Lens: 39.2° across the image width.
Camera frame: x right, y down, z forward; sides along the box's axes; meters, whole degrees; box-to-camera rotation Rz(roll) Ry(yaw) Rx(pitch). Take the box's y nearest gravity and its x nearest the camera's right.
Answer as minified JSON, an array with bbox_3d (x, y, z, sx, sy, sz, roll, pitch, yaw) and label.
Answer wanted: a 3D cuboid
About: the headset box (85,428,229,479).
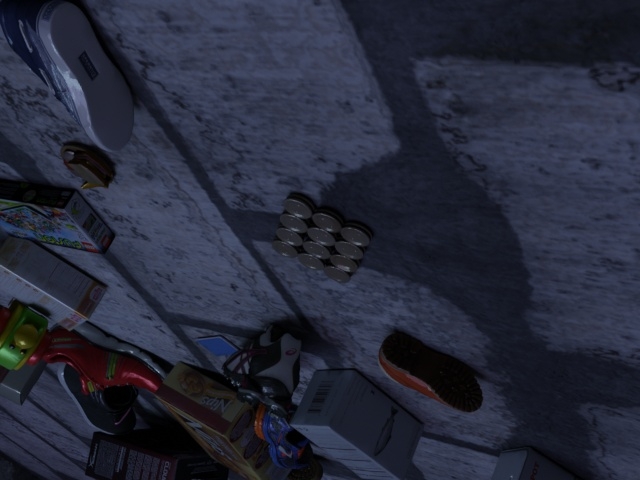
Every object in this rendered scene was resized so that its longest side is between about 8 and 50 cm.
[{"bbox_3d":[-0.371,0.536,2.133,0.293,0.110,0.218,9,176,31],"label":"headset box"}]

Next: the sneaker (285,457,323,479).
[{"bbox_3d":[-0.051,0.496,1.940,0.192,0.064,0.086,-2,149,43],"label":"sneaker"}]

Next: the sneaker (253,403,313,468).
[{"bbox_3d":[-0.055,0.383,1.724,0.087,0.083,0.221,5,149,25],"label":"sneaker"}]

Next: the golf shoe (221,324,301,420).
[{"bbox_3d":[-0.078,0.194,1.402,0.105,0.120,0.273,26,176,-14],"label":"golf shoe"}]

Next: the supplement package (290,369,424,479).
[{"bbox_3d":[0.061,0.299,1.446,0.179,0.105,0.105,41,149,-27],"label":"supplement package"}]

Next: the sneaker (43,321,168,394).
[{"bbox_3d":[-0.421,0.260,1.777,0.279,0.118,0.107,26,153,0],"label":"sneaker"}]

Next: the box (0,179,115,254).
[{"bbox_3d":[-0.419,-0.038,1.348,0.206,0.036,0.114,9,148,30],"label":"box"}]

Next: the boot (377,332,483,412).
[{"bbox_3d":[0.149,0.188,1.240,0.158,0.059,0.085,33,156,5],"label":"boot"}]

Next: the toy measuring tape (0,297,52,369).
[{"bbox_3d":[-0.574,0.173,1.676,0.121,0.121,0.330,38,167,-21],"label":"toy measuring tape"}]

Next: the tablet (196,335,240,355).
[{"bbox_3d":[-0.176,0.183,1.556,0.054,0.006,0.083,41,148,-26],"label":"tablet"}]

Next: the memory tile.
[{"bbox_3d":[0.000,0.000,1.083,0.113,0.012,0.148,25,152,1],"label":"memory tile"}]

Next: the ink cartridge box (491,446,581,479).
[{"bbox_3d":[0.350,0.427,1.384,0.190,0.140,0.082,33,154,-12],"label":"ink cartridge box"}]

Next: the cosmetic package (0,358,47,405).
[{"bbox_3d":[-0.739,0.215,1.937,0.296,0.153,0.129,27,154,-5],"label":"cosmetic package"}]

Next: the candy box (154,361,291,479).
[{"bbox_3d":[-0.185,0.380,1.791,0.182,0.088,0.316,22,153,30],"label":"candy box"}]

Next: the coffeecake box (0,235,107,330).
[{"bbox_3d":[-0.482,0.074,1.561,0.185,0.068,0.142,35,153,-17],"label":"coffeecake box"}]

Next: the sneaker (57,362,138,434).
[{"bbox_3d":[-0.461,0.369,2.011,0.146,0.105,0.296,14,146,32],"label":"sneaker"}]

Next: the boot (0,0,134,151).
[{"bbox_3d":[-0.267,-0.179,0.956,0.086,0.069,0.190,19,145,29],"label":"boot"}]

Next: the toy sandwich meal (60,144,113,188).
[{"bbox_3d":[-0.305,-0.092,1.165,0.085,0.029,0.086,20,152,11],"label":"toy sandwich meal"}]
